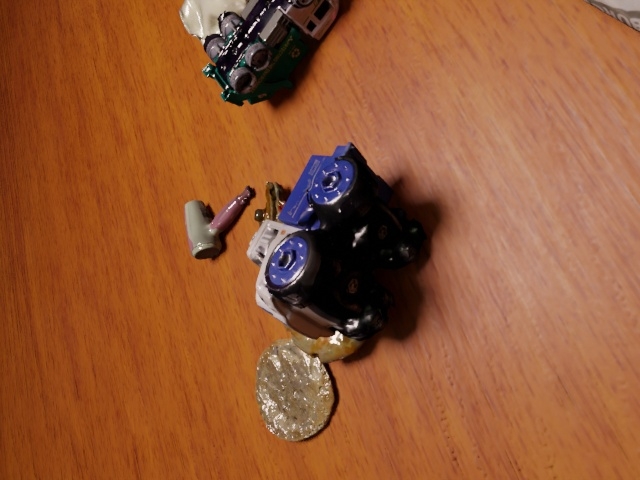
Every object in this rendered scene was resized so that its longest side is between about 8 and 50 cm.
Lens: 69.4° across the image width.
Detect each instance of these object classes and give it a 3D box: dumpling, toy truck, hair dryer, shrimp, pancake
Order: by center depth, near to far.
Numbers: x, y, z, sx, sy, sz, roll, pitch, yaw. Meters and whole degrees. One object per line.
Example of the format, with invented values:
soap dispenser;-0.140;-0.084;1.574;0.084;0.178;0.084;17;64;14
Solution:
toy truck;0.000;0.000;0.546;0.176;0.161;0.213;17;74;44
shrimp;-0.017;0.024;0.647;0.154;0.062;0.295;-37;66;18
pancake;-0.040;0.214;0.667;0.151;0.025;0.152;-5;82;40
toy truck;-0.070;-0.298;0.682;0.216;0.116;0.110;-47;60;19
dumpling;-0.133;-0.399;0.755;0.181;0.111;0.155;-30;99;42
hair dryer;-0.170;-0.045;0.794;0.154;0.054;0.106;-30;63;24

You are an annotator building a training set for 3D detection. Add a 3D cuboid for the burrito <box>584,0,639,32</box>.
burrito;0.244;-0.298;0.417;0.139;0.101;0.446;-40;59;6
